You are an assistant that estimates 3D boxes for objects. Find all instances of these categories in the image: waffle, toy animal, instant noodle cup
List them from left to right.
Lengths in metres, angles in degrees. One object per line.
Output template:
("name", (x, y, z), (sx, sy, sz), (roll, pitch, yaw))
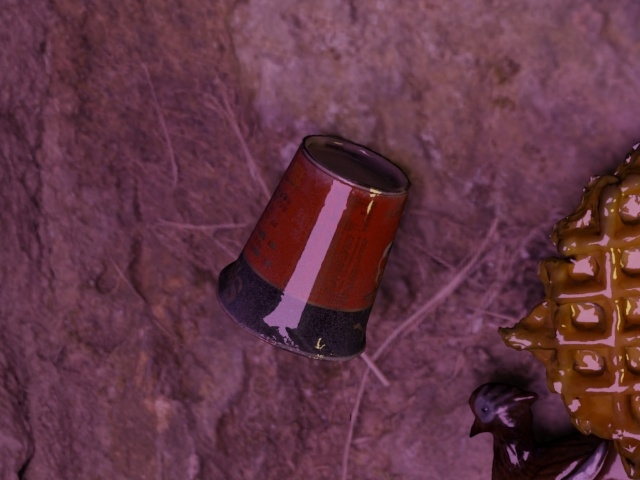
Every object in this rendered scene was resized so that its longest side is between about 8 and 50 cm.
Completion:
("instant noodle cup", (0.002, 0.001, 0.990), (0.127, 0.127, 0.136), (26, 111, 7))
("toy animal", (0.210, 0.164, 1.008), (0.188, 0.089, 0.179), (-28, 97, 26))
("waffle", (0.268, 0.054, 0.921), (0.254, 0.052, 0.245), (41, 105, -1))
